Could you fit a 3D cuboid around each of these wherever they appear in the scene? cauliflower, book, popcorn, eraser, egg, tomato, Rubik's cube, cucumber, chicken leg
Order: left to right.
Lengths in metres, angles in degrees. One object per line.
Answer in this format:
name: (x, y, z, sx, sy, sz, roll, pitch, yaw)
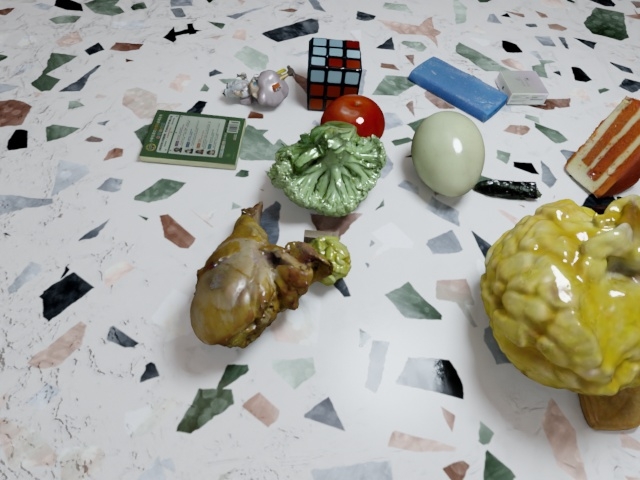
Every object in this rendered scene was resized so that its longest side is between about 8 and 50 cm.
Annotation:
book: (-0.359, -0.293, 1.251, 0.265, 0.027, 0.201, 5, 56, -3)
chicken leg: (-0.118, 0.048, 0.953, 0.296, 0.181, 0.409, -12, 38, 7)
cauliflower: (0.016, -0.203, 1.086, 0.273, 0.250, 0.275, 24, 56, 9)
popcorn: (0.018, 0.046, 1.008, 0.106, 0.121, 0.115, -15, 94, -51)
Rubik's cube: (0.038, -0.514, 1.360, 0.164, 0.160, 0.162, 4, 56, -2)
tomato: (0.093, -0.339, 1.257, 0.196, 0.136, 0.194, 2, 55, -3)
egg: (0.343, -0.231, 1.172, 0.189, 0.188, 0.253, -1, 59, -6)
eraser: (0.463, -0.517, 1.471, 0.312, 0.042, 0.144, 39, 60, 20)
cucumber: (0.523, -0.145, 1.216, 0.182, 0.053, 0.053, 4, 55, 1)
popcorn: (0.510, 0.112, 0.879, 0.390, 0.344, 0.354, -47, 26, -6)

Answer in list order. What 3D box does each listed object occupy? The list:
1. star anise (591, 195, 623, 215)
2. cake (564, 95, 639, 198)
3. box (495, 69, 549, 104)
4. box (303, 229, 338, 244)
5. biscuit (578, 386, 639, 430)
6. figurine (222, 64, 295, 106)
star anise: (0.839, -0.030, 1.129, 0.273, 0.102, 0.271, 4, 56, -6)
cake: (0.797, -0.244, 1.196, 0.160, 0.262, 0.158, -32, 57, -2)
box: (0.687, -0.523, 1.489, 0.130, 0.051, 0.129, -1, 55, -6)
box: (0.000, 0.000, 1.062, 0.084, 0.053, 0.024, 6, 56, 1)
biscuit: (0.623, 0.310, 0.916, 0.221, 0.028, 0.141, -27, 61, -21)
figurine: (-0.186, -0.468, 1.345, 0.229, 0.111, 0.137, -1, 46, 10)
